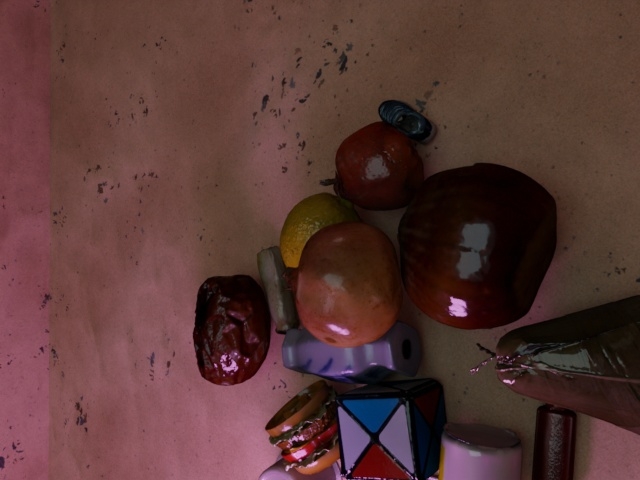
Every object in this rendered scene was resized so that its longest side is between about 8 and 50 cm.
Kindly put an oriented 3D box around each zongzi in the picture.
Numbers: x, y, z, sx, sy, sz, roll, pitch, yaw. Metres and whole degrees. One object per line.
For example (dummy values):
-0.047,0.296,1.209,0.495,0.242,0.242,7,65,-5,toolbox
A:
0.641,0.407,1.379,0.501,0.218,0.466,-19,76,17,zongzi

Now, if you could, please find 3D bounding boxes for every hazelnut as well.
0.412,0.014,1.495,0.403,0.402,0.428,13,103,32,hazelnut

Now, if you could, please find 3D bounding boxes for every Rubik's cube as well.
0.210,0.540,1.664,0.250,0.246,0.248,-12,80,32,Rubik's cube

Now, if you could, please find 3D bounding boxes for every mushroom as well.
-0.151,0.176,2.005,0.100,0.081,0.311,-23,74,25,mushroom

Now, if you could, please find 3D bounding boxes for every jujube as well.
-0.308,0.306,1.989,0.277,0.277,0.376,-5,92,32,jujube

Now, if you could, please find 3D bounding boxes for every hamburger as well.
-0.016,0.585,1.772,0.274,0.274,0.212,-38,89,25,hamburger

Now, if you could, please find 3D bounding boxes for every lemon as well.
0.000,0.000,1.808,0.268,0.268,0.321,35,110,28,lemon

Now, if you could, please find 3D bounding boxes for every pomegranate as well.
0.054,0.114,1.549,0.339,0.338,0.337,-1,87,32,pomegranate

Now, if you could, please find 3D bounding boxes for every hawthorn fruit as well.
0.145,-0.205,1.704,0.308,0.276,0.275,-14,80,14,hawthorn fruit

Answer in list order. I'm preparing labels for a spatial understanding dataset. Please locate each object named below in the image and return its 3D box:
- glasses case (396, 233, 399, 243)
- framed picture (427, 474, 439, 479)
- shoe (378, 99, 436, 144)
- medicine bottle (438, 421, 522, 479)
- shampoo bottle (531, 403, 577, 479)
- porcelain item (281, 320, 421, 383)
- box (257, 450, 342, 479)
0.333,-0.043,1.718,0.234,0.064,0.079,-31,74,27,glasses case
0.281,0.847,1.740,0.232,0.024,0.314,5,90,32,framed picture
0.254,-0.370,1.759,0.207,0.106,0.091,40,107,33,shoe
0.420,0.699,1.545,0.214,0.214,0.378,3,89,32,medicine bottle
0.615,0.517,1.518,0.102,0.064,0.260,3,90,34,shampoo bottle
0.086,0.337,1.759,0.406,0.243,0.178,-11,63,35,porcelain item
-0.102,0.791,1.874,0.292,0.206,0.262,-13,81,29,box
